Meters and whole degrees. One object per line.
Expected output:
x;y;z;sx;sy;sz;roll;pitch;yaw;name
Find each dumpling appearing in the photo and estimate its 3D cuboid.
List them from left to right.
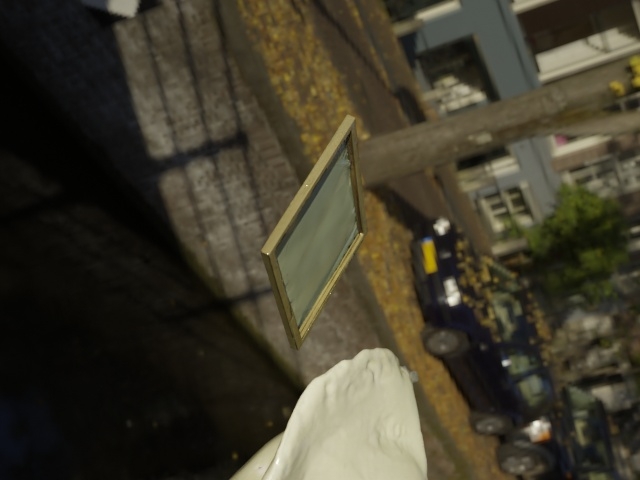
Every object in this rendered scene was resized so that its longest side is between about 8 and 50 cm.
-0.018;0.173;0.582;0.166;0.216;0.126;-3;52;-53;dumpling

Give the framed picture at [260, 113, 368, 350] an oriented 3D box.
0.000;0.000;0.938;0.136;0.010;0.201;-59;163;-21;framed picture
